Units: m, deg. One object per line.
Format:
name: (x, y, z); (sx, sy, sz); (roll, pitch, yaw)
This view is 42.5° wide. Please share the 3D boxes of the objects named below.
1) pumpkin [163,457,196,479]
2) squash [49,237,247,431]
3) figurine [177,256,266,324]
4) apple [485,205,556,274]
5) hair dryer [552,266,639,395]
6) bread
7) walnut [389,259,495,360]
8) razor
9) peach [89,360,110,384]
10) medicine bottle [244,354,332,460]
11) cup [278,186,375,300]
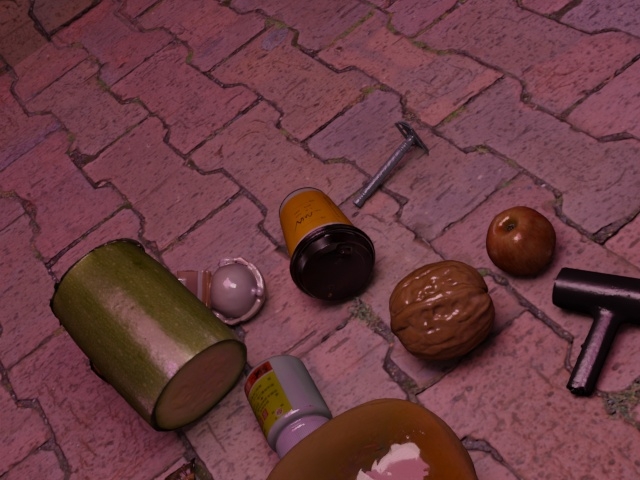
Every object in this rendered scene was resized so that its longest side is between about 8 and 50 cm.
pumpkin: (-0.290, 0.507, 1.706); (0.101, 0.035, 0.073); (-35, 34, 1)
squash: (-0.380, 0.194, 1.785); (0.263, 0.263, 0.384); (-44, 64, -12)
figurine: (-0.230, 0.120, 1.946); (0.237, 0.141, 0.162); (-4, 80, 21)
apple: (0.413, 0.000, 1.704); (0.146, 0.131, 0.146); (-17, 50, 21)
hair dryer: (0.517, 0.173, 1.545); (0.197, 0.089, 0.251); (12, 66, 34)
bread: (0.087, 0.454, 1.407); (0.376, 0.253, 0.348); (-30, 42, -1)
walnut: (0.237, 0.141, 1.640); (0.213, 0.213, 0.213); (-14, 48, 16)
razor: (0.164, -0.173, 2.024); (0.232, 0.106, 0.068); (-51, 47, -3)
peach: (-0.460, 0.286, 1.938); (0.172, 0.092, 0.127); (24, 71, 27)
medicine bottle: (-0.056, 0.347, 1.644); (0.139, 0.139, 0.225); (-33, 45, -2)
cup: (0.000, 0.000, 1.887); (0.196, 0.196, 0.279); (-31, 37, 1)
